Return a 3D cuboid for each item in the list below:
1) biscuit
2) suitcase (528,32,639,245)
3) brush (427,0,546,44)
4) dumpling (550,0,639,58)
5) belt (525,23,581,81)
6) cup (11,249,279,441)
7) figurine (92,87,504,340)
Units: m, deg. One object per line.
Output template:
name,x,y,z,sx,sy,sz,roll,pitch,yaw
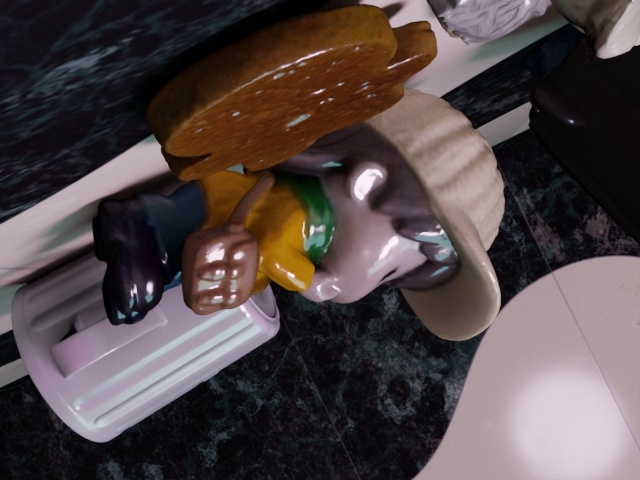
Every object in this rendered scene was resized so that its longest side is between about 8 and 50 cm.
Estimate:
biscuit,-0.017,-0.086,0.604,0.179,0.039,0.236,-24,177,7
suitcase,0.381,-0.064,0.872,0.339,0.345,0.188,-1,132,-42
brush,0.083,-0.127,0.537,0.070,0.065,0.327,-29,178,13
dumpling,0.198,-0.169,0.583,0.176,0.092,0.150,-16,158,-43
belt,0.294,-0.187,1.088,0.141,0.082,0.190,-20,175,-9
cup,-0.153,0.081,0.951,0.202,0.167,0.221,-30,-151,8
figurine,-0.010,-0.029,0.837,0.332,0.205,0.185,5,169,-16
